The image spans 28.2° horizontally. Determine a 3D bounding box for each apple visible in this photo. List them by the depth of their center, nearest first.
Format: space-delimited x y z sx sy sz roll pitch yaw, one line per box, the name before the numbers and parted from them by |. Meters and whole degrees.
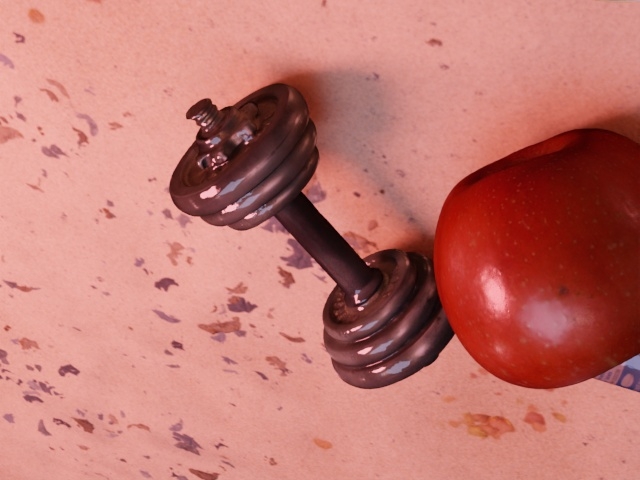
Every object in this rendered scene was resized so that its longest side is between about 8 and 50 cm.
apple | 0.236 0.015 1.228 0.260 0.260 0.217 -22 95 39

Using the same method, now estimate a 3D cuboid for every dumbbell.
dumbbell | 0.000 0.000 1.375 0.179 0.179 0.406 -21 122 38

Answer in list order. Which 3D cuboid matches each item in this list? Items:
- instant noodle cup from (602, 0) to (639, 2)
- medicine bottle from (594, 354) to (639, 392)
instant noodle cup | 0.230 -0.324 0.907 0.311 0.221 0.311 13 138 12
medicine bottle | 0.300 0.098 1.392 0.168 0.105 0.105 17 138 8
